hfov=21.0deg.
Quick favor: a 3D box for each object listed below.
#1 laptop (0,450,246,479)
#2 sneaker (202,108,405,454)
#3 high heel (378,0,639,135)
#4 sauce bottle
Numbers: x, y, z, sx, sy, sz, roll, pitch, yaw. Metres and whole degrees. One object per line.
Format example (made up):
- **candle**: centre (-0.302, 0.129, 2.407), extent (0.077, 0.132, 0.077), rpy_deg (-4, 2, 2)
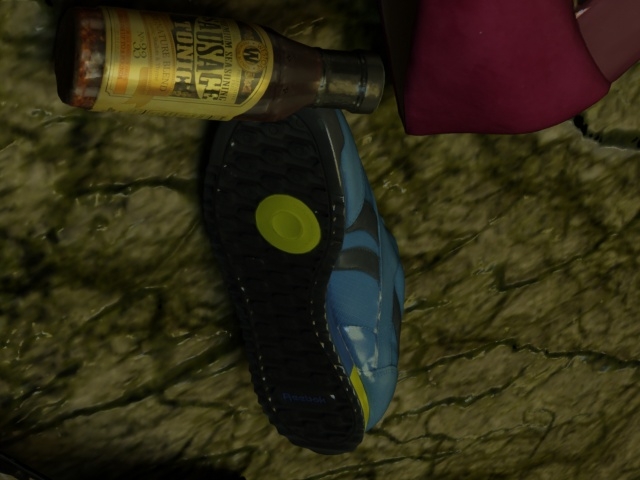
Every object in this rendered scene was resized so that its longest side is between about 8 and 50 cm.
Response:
- **laptop**: centre (-0.194, 0.171, 0.830), extent (0.264, 0.136, 0.234), rpy_deg (34, 103, -25)
- **sneaker**: centre (0.000, 0.000, 0.793), extent (0.082, 0.069, 0.209), rpy_deg (-56, 147, -43)
- **high heel**: centre (0.007, -0.150, 0.614), extent (0.181, 0.127, 0.377), rpy_deg (-27, 135, 28)
- **sauce bottle**: centre (-0.038, -0.068, 0.676), extent (0.128, 0.042, 0.042), rpy_deg (1, 128, -22)
